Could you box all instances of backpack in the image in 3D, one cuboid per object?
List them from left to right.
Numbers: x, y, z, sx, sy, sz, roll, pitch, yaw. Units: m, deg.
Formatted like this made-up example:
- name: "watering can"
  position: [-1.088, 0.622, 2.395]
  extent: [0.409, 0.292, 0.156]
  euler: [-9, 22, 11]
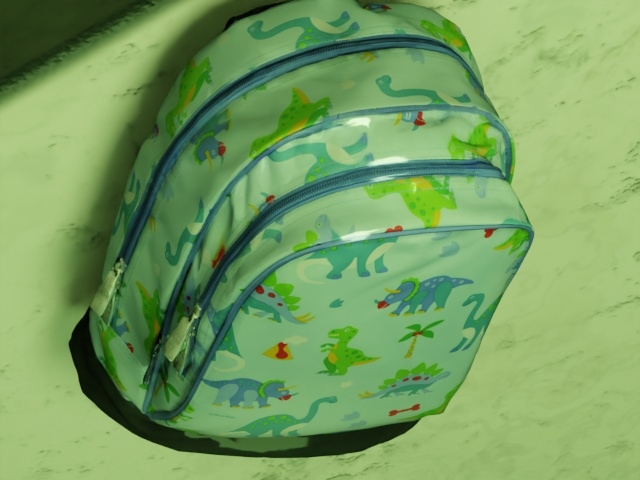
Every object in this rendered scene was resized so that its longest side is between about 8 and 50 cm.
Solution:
- name: "backpack"
  position: [0.000, 0.000, 1.130]
  extent: [0.290, 0.273, 0.355]
  euler: [2, 126, -21]
